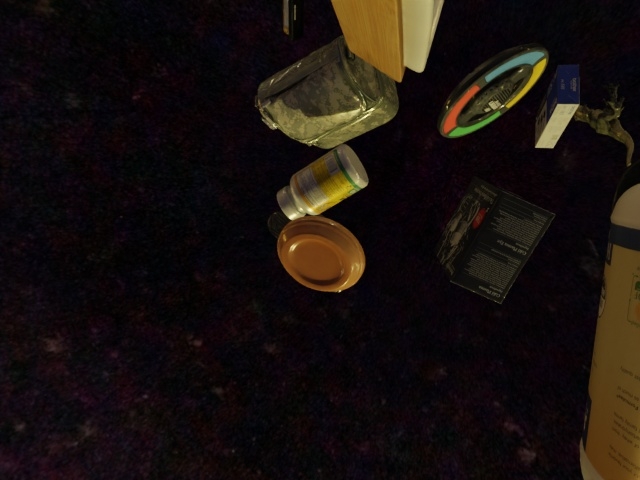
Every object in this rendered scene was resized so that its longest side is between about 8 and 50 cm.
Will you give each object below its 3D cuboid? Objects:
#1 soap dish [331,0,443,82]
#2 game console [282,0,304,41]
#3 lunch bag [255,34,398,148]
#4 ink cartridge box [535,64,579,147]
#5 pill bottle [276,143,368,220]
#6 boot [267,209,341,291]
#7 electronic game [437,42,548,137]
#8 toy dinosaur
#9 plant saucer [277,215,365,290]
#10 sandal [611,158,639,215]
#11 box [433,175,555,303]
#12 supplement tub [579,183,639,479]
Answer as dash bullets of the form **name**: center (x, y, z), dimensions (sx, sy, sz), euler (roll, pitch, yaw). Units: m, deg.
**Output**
- **soap dish**: center (0.090, -0.332, 0.507), dimensions (0.118, 0.291, 0.228), euler (15, 97, 10)
- **game console**: center (-0.076, -0.535, 1.064), dimensions (0.071, 0.107, 0.122), euler (12, 124, 16)
- **lunch bag**: center (0.013, -0.389, 1.206), dimensions (0.305, 0.256, 0.212), euler (-16, 75, 36)
- **ink cartridge box**: center (0.547, -0.304, 1.068), dimensions (0.046, 0.207, 0.097), euler (4, 76, 13)
- **pill bottle**: center (0.001, -0.134, 1.117), dimensions (0.209, 0.118, 0.117), euler (-30, 89, 20)
- **boot**: center (0.000, 0.000, 1.523), dimensions (0.118, 0.223, 0.338), euler (-42, 86, 28)
- **electronic game**: center (0.324, -0.277, 0.870), dimensions (0.229, 0.229, 0.048), euler (-35, 73, 18)
- **toy dinosaur**: center (0.666, -0.287, 1.061), dimensions (0.064, 0.268, 0.118), euler (-8, 129, 5)
- **plant saucer**: center (-0.004, 0.039, 0.990), dimensions (0.200, 0.037, 0.199), euler (12, 130, 15)
- **sandal**: center (0.505, 0.096, 0.579), dimensions (0.168, 0.107, 0.445), euler (-17, 85, 28)
- **box**: center (0.544, -0.018, 1.503), dimensions (0.179, 0.343, 0.312), euler (23, 106, -2)
- **supplement tub**: center (0.327, 0.120, 0.333), dimensions (0.229, 0.228, 0.315), euler (5, 99, 15)
